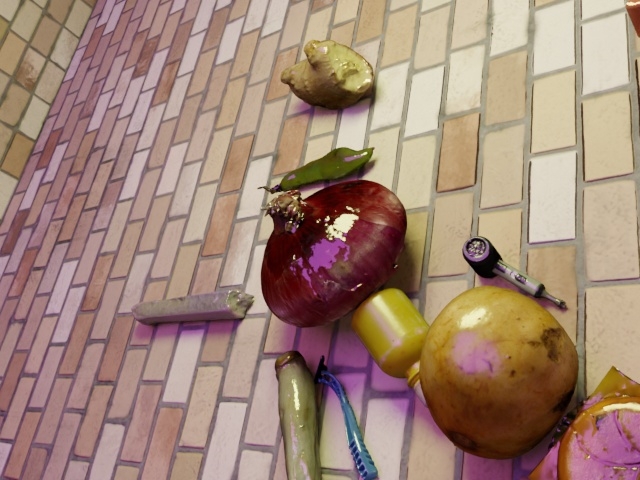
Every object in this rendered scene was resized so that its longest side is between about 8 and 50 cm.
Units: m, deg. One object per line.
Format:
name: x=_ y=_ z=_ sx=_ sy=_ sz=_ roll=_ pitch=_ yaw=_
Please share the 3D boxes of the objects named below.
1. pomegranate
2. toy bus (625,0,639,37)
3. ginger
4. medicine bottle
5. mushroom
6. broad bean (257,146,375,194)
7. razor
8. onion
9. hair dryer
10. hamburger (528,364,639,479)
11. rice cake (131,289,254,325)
pomegranate: x=0.267 y=0.195 z=0.959 sx=0.260 sy=0.260 sz=0.260 roll=-20 pitch=53 yaw=29
toy bus: x=0.724 y=-0.376 z=0.984 sx=0.233 sy=0.203 sz=0.427 roll=-49 pitch=47 yaw=10
ginger: x=0.014 y=-0.426 z=1.591 sx=0.276 sy=0.221 sz=0.130 roll=6 pitch=77 yaw=32
medicine bottle: x=0.157 y=0.200 z=1.141 sx=0.122 sy=0.122 sz=0.212 roll=-42 pitch=56 yaw=10
mushroom: x=-0.039 y=0.363 z=1.219 sx=0.081 sy=0.100 sz=0.312 roll=-14 pitch=53 yaw=5
broad bean: x=-0.004 y=-0.170 z=1.547 sx=0.325 sy=0.067 sz=0.075 roll=-19 pitch=23 yaw=32
razor: x=0.048 y=0.341 z=1.198 sx=0.253 sy=0.042 sz=0.082 roll=-117 pitch=30 yaw=-42
onion: x=0.000 y=0.000 z=1.263 sx=0.347 sy=0.285 sz=0.347 roll=-37 pitch=24 yaw=20
hair dryer: x=0.346 y=0.063 z=1.106 sx=0.198 sy=0.100 sz=0.057 roll=33 pitch=90 yaw=31
hamburger: x=0.431 y=0.316 z=0.832 sx=0.243 sy=0.139 sz=0.262 roll=-51 pitch=44 yaw=4
rice cake: x=-0.339 y=0.177 z=1.594 sx=0.399 sy=0.070 sz=0.064 roll=-10 pitch=62 yaw=35
